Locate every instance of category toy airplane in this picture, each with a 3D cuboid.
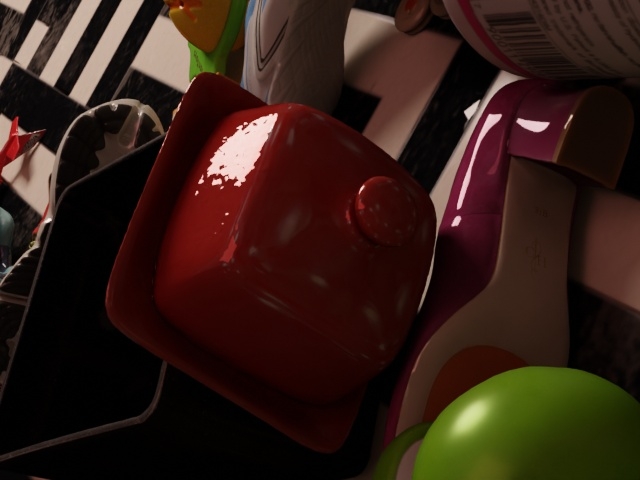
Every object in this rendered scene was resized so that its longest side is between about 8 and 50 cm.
[{"bbox_3d":[-0.337,-0.065,1.479,0.151,0.028,0.151,-37,37,35],"label":"toy airplane"}]

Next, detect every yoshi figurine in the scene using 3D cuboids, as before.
[{"bbox_3d":[0.080,0.189,0.529,0.203,0.203,0.362,-27,40,20],"label":"yoshi figurine"}]

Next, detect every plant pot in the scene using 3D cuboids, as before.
[{"bbox_3d":[-0.063,0.061,0.843,0.188,0.167,0.187,-20,49,47],"label":"plant pot"}]

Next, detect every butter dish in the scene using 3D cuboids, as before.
[{"bbox_3d":[0.000,0.000,0.706,0.118,0.160,0.160,-22,41,48],"label":"butter dish"}]

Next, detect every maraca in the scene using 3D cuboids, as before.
[{"bbox_3d":[-0.082,-0.199,1.154,0.127,0.099,0.186,-110,30,-54],"label":"maraca"}]

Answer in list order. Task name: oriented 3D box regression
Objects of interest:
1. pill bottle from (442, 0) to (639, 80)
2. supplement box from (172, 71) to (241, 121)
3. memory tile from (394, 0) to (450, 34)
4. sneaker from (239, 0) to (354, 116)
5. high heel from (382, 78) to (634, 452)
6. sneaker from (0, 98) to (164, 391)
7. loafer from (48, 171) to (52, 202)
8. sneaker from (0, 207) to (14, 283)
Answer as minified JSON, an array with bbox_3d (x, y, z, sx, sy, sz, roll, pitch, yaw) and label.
[{"bbox_3d":[0.196,-0.153,0.630,0.283,0.160,0.160,6,71,50],"label":"pill bottle"},{"bbox_3d":[-0.088,-0.073,1.112,0.062,0.036,0.098,-36,40,37],"label":"supplement box"},{"bbox_3d":[0.106,-0.201,0.953,0.148,0.012,0.113,-16,53,50],"label":"memory tile"},{"bbox_3d":[-0.008,-0.190,0.998,0.086,0.085,0.237,31,110,42],"label":"sneaker"},{"bbox_3d":[0.079,0.025,0.756,0.117,0.082,0.244,8,77,69],"label":"high heel"},{"bbox_3d":[-0.193,0.019,1.160,0.279,0.107,0.118,-64,6,3],"label":"sneaker"},{"bbox_3d":[-0.232,-0.007,1.267,0.045,0.039,0.125,-35,40,36],"label":"loafer"},{"bbox_3d":[-0.336,0.071,1.295,0.122,0.110,0.283,-39,38,27],"label":"sneaker"}]
